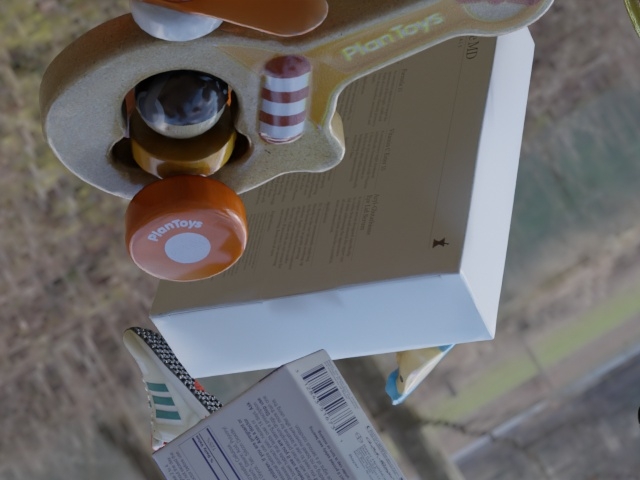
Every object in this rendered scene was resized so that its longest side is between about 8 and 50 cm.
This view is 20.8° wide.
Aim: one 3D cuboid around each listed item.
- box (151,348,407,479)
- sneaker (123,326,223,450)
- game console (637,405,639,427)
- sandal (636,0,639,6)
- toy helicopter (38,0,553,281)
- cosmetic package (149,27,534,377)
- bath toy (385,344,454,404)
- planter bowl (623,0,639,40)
[{"bbox_3d":[-0.028,0.169,1.268,0.137,0.126,0.072,-35,173,24],"label":"box"},{"bbox_3d":[-0.144,0.153,1.620,0.075,0.161,0.057,-46,163,10],"label":"sneaker"},{"bbox_3d":[0.298,0.148,1.281,0.071,0.122,0.107,9,-142,43],"label":"game console"},{"bbox_3d":[0.203,-0.158,0.965,0.079,0.088,0.240,-17,155,34],"label":"sandal"},{"bbox_3d":[-0.022,-0.132,1.123,0.355,0.140,0.235,-21,138,15],"label":"toy helicopter"},{"bbox_3d":[0.030,-0.061,1.565,0.284,0.097,0.377,-10,-137,25],"label":"cosmetic package"},{"bbox_3d":[0.000,0.000,1.769,0.151,0.348,0.129,-27,159,-53],"label":"bath toy"},{"bbox_3d":[0.337,-0.239,1.481,0.090,0.217,0.217,-12,-174,37],"label":"planter bowl"}]
